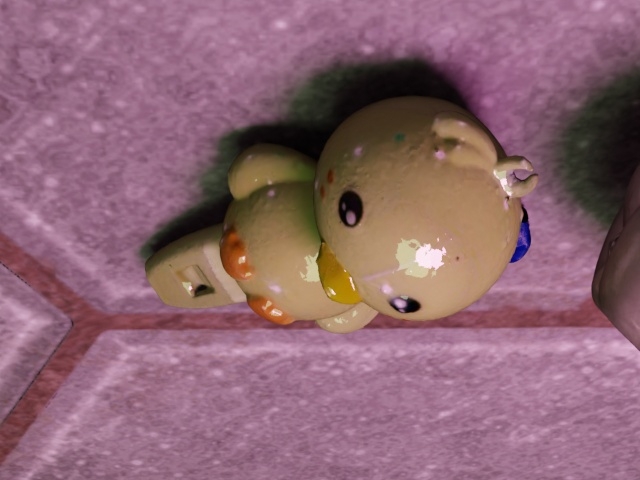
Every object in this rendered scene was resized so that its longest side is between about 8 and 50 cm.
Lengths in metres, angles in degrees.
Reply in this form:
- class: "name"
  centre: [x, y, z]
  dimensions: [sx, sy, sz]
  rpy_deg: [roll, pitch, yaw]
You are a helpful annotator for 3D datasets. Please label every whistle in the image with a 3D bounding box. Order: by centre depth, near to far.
- class: "whistle"
  centre: [-0.001, 0.005, 0.739]
  dimensions: [0.294, 0.141, 0.141]
  rpy_deg: [-23, 137, 26]

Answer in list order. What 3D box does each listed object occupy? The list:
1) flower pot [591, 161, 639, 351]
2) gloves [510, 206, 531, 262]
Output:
- class: "flower pot"
  centre: [0.285, 0.025, 0.690]
  dimensions: [0.195, 0.246, 0.246]
  rpy_deg: [-47, 129, 7]
- class: "gloves"
  centre: [0.111, 0.005, 0.829]
  dimensions: [0.064, 0.026, 0.086]
  rpy_deg: [21, 137, -28]
